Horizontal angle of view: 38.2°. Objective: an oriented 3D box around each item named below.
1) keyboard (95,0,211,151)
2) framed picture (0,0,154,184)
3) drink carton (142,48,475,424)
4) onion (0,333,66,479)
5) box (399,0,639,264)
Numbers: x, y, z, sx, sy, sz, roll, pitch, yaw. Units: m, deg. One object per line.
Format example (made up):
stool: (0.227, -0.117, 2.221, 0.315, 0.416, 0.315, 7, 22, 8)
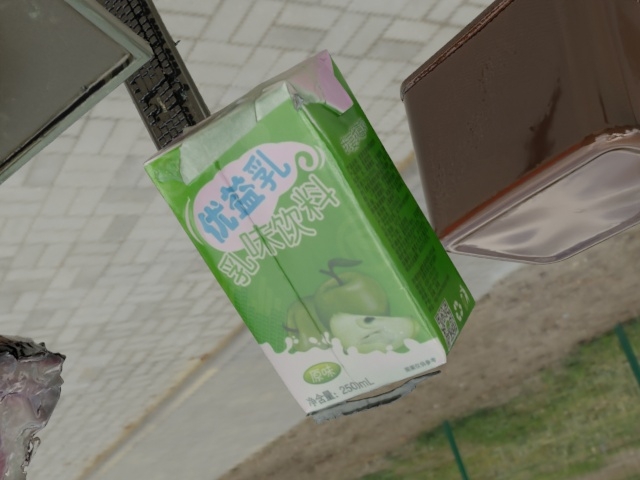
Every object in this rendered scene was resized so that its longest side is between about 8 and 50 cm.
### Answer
keyboard: (-0.199, -0.206, 1.074, 0.093, 0.230, 0.025, -36, 163, 25)
framed picture: (-0.329, -0.123, 0.764, 0.314, 0.024, 0.232, -34, 140, 17)
drink carton: (0.000, 0.000, 0.764, 0.161, 0.271, 0.108, -25, -166, 29)
onion: (-0.356, 0.188, 0.725, 0.280, 0.146, 0.315, -5, 127, -55)
box: (0.284, -0.135, 1.097, 0.239, 0.230, 0.339, 7, 155, -30)
